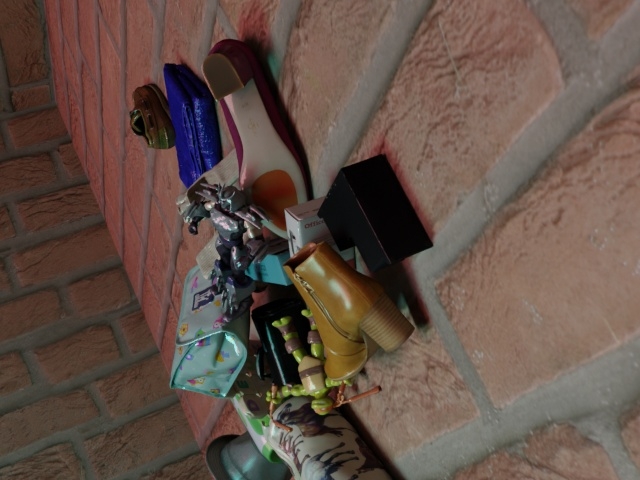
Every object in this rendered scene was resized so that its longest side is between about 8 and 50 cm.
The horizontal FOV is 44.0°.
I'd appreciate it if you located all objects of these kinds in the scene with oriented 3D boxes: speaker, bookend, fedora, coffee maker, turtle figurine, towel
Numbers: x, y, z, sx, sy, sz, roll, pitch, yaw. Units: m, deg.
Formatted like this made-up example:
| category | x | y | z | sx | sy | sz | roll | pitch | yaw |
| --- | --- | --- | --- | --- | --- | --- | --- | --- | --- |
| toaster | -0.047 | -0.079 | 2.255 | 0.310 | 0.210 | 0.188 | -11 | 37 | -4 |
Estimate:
| category | x | y | z | sx | sy | sz | roll | pitch | yaw |
| --- | --- | --- | --- | --- | --- | --- | --- | --- | --- |
| speaker | -0.147 | 0.404 | 1.976 | 0.296 | 0.131 | 0.131 | 52 | 152 | 38 |
| bookend | 0.075 | -0.018 | 1.175 | 0.157 | 0.072 | 0.156 | 63 | 158 | 16 |
| fedora | -0.149 | 0.557 | 2.011 | 0.244 | 0.124 | 0.275 | 48 | -166 | 32 |
| coffee maker | -0.060 | 0.217 | 1.666 | 0.171 | 0.120 | 0.178 | -8 | 103 | 43 |
| turtle figurine | -0.004 | 0.243 | 1.534 | 0.269 | 0.087 | 0.217 | -24 | 74 | 36 |
| towel | -0.308 | -0.243 | 1.877 | 0.227 | 0.076 | 0.308 | 45 | 147 | 45 |

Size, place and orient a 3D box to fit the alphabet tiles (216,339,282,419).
| category | x | y | z | sx | sy | sz | roll | pitch | yaw |
| --- | --- | --- | --- | --- | --- | --- | --- | --- | --- |
| alphabet tiles | -0.185 | 0.297 | 1.873 | 0.021 | 0.278 | 0.284 | -43 | 60 | 21 |

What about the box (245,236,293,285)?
| category | x | y | z | sx | sy | sz | roll | pitch | yaw |
| --- | --- | --- | --- | --- | --- | --- | --- | --- | --- |
| box | -0.075 | 0.037 | 1.536 | 0.244 | 0.100 | 0.060 | 2 | 111 | 67 |

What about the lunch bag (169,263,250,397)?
| category | x | y | z | sx | sy | sz | roll | pitch | yaw |
| --- | --- | --- | --- | --- | --- | --- | --- | --- | --- |
| lunch bag | -0.224 | 0.173 | 1.683 | 0.262 | 0.160 | 0.223 | 116 | 162 | -46 |

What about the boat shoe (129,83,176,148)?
| category | x | y | z | sx | sy | sz | roll | pitch | yaw |
| --- | --- | --- | --- | --- | --- | --- | --- | --- | --- |
| boat shoe | -0.463 | -0.336 | 2.120 | 0.307 | 0.104 | 0.111 | 43 | 146 | 49 |

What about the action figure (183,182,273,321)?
| category | x | y | z | sx | sy | sz | roll | pitch | yaw |
| --- | --- | --- | --- | --- | --- | --- | --- | --- | --- |
| action figure | -0.165 | 0.009 | 1.456 | 0.185 | 0.099 | 0.285 | 39 | 144 | 33 |

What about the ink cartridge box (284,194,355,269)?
| category | x | y | z | sx | sy | sz | roll | pitch | yaw |
| --- | --- | --- | --- | --- | --- | --- | --- | --- | --- |
| ink cartridge box | 0.000 | 0.000 | 1.329 | 0.056 | 0.099 | 0.135 | 42 | 144 | 52 |

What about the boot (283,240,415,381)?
| category | x | y | z | sx | sy | sz | roll | pitch | yaw |
| --- | --- | --- | --- | --- | --- | --- | --- | --- | --- |
| boot | 0.018 | 0.111 | 1.289 | 0.211 | 0.104 | 0.295 | 45 | 151 | 1 |

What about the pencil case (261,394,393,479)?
| category | x | y | z | sx | sy | sz | roll | pitch | yaw |
| --- | --- | --- | --- | --- | --- | --- | --- | --- | --- |
| pencil case | 0.040 | 0.478 | 1.530 | 0.410 | 0.183 | 0.160 | 49 | 140 | 43 |

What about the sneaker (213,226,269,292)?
| category | x | y | z | sx | sy | sz | roll | pitch | yaw |
| --- | --- | --- | --- | --- | --- | --- | --- | --- | --- |
| sneaker | -0.183 | 0.032 | 1.814 | 0.215 | 0.084 | 0.083 | 59 | 161 | 23 |

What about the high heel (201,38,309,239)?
| category | x | y | z | sx | sy | sz | roll | pitch | yaw |
| --- | --- | --- | --- | --- | --- | --- | --- | --- | --- |
| high heel | -0.100 | -0.191 | 1.463 | 0.181 | 0.127 | 0.377 | -73 | -34 | -67 |

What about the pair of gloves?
| category | x | y | z | sx | sy | sz | roll | pitch | yaw |
| --- | --- | --- | --- | --- | --- | --- | --- | --- | --- |
| pair of gloves | -0.209 | -0.061 | 1.649 | 0.204 | 0.042 | 0.240 | -39 | 53 | 23 |
